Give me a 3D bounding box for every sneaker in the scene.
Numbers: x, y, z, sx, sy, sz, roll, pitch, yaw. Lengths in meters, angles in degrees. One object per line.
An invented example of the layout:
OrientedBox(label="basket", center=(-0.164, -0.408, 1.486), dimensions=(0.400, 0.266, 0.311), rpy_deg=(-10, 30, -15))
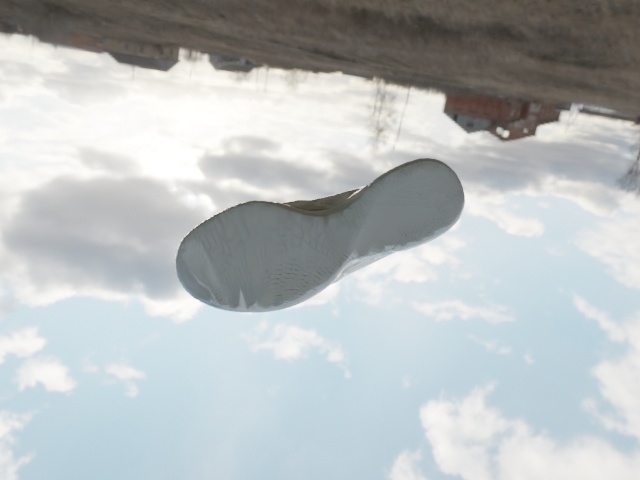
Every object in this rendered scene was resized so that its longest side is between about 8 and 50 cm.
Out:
OrientedBox(label="sneaker", center=(0.000, 0.000, 0.454), dimensions=(0.212, 0.080, 0.094), rpy_deg=(-16, 179, 0))
